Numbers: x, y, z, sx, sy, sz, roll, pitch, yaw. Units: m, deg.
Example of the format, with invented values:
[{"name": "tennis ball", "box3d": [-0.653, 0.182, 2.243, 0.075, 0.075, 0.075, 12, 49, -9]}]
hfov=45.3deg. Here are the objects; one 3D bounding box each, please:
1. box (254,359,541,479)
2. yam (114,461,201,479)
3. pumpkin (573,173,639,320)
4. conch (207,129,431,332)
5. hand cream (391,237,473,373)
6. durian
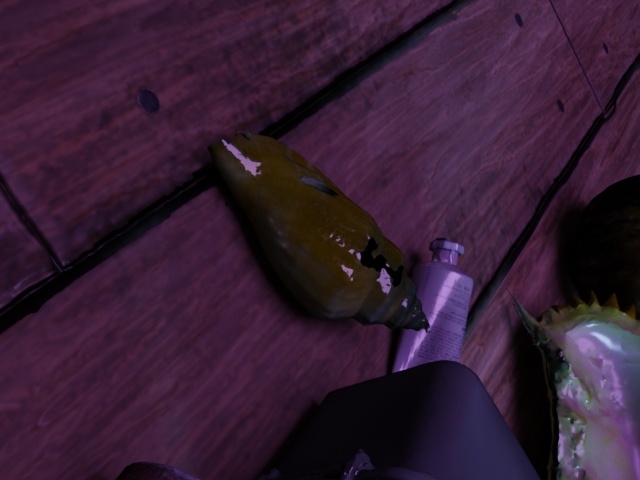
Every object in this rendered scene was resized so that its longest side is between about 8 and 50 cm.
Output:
[{"name": "box", "box3d": [0.070, 0.201, 0.492, 0.243, 0.163, 0.135, 56, 35, -15]}, {"name": "yam", "box3d": [-0.102, 0.185, 0.366, 0.079, 0.079, 0.141, 51, 44, -21]}, {"name": "pumpkin", "box3d": [0.392, 0.029, 0.896, 0.224, 0.157, 0.223, 6, 77, -29]}, {"name": "conch", "box3d": [0.004, 0.000, 0.557, 0.200, 0.079, 0.095, 56, 24, -4]}, {"name": "hand cream", "box3d": [0.095, 0.069, 0.650, 0.084, 0.053, 0.142, 22, 76, -40]}, {"name": "durian", "box3d": [0.268, 0.217, 0.700, 0.169, 0.158, 0.351, 20, 65, -28]}]
